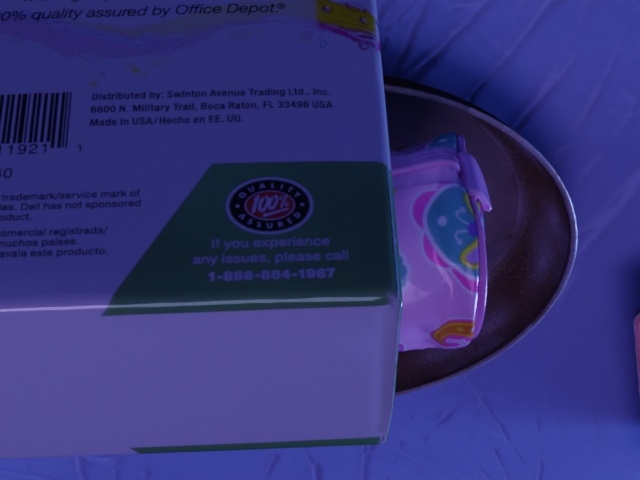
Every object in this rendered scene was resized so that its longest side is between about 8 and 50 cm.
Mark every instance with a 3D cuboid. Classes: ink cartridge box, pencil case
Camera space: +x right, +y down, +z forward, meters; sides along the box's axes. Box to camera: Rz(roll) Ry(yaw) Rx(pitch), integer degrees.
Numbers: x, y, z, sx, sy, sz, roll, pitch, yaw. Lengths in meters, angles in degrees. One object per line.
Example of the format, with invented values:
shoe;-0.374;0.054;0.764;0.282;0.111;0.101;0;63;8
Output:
ink cartridge box;-0.075;-0.054;0.608;0.201;0.278;0.117;-2;143;-1
pencil case;-0.056;0.003;0.720;0.284;0.124;0.124;0;140;-4

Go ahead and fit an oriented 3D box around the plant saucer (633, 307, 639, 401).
plant saucer;0.354;0.088;0.982;0.259;0.047;0.258;-10;140;8

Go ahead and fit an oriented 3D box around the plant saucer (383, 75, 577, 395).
plant saucer;0.000;0.000;0.854;0.311;0.050;0.310;-1;139;-1
